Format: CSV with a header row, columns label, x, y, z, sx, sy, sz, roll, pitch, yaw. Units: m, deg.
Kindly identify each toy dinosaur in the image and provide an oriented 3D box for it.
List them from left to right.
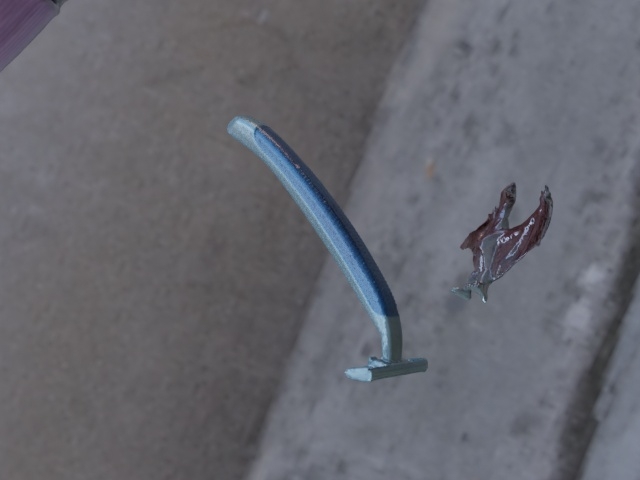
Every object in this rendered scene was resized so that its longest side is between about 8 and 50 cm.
label,x,y,z,sx,sy,sz,roll,pitch,yaw
toy dinosaur,0.141,-0.001,1.354,0.108,0.032,0.220,-66,12,-13

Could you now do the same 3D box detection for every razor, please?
label,x,y,z,sx,sy,sz,roll,pitch,yaw
razor,0.003,-0.002,1.010,0.037,0.068,0.191,-39,71,26

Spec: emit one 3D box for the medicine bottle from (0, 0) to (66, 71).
label,x,y,z,sx,sy,sz,roll,pitch,yaw
medicine bottle,-0.200,-0.273,1.129,0.302,0.241,0.241,-48,28,-2
